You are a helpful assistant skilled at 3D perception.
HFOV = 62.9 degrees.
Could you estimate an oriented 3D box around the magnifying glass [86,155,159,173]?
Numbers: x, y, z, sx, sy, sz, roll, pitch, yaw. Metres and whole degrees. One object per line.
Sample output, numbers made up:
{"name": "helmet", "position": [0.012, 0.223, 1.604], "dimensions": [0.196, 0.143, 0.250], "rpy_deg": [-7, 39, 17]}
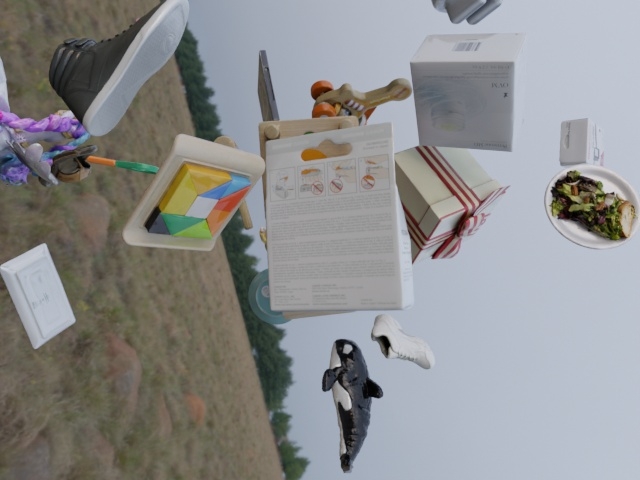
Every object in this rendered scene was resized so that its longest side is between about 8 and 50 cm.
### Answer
{"name": "magnifying glass", "position": [-0.656, -0.253, 1.743], "dimensions": [0.092, 0.231, 0.026], "rpy_deg": [176, -78, -82]}

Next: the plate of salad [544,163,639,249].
{"name": "plate of salad", "position": [0.577, -0.077, 1.100], "dimensions": [0.048, 0.200, 0.199], "rpy_deg": [77, -5, -69]}

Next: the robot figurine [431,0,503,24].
{"name": "robot figurine", "position": [0.365, -0.764, 1.403], "dimensions": [0.200, 0.300, 0.353], "rpy_deg": [-25, -98, 51]}

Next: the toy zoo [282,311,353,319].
{"name": "toy zoo", "position": [0.002, 0.061, 1.381], "dimensions": [0.030, 0.193, 0.293], "rpy_deg": [57, 31, -51]}

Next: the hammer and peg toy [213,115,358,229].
{"name": "hammer and peg toy", "position": [-0.076, -0.170, 1.322], "dimensions": [0.127, 0.362, 0.265], "rpy_deg": [-101, -174, -88]}

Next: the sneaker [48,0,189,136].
{"name": "sneaker", "position": [-0.369, -0.345, 0.933], "dimensions": [0.147, 0.295, 0.104], "rpy_deg": [39, 2, 7]}

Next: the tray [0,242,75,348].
{"name": "tray", "position": [-0.774, 0.157, 1.457], "dimensions": [0.145, 0.030, 0.270], "rpy_deg": [-43, 134, -50]}

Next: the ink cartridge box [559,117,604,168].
{"name": "ink cartridge box", "position": [0.644, -0.229, 1.284], "dimensions": [0.063, 0.151, 0.109], "rpy_deg": [2, -90, 41]}

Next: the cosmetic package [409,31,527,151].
{"name": "cosmetic package", "position": [0.341, -0.336, 1.198], "dimensions": [0.138, 0.224, 0.224], "rpy_deg": [-58, 145, -36]}

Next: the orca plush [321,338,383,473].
{"name": "orca plush", "position": [0.080, 0.341, 1.129], "dimensions": [0.151, 0.102, 0.287], "rpy_deg": [47, 35, -32]}

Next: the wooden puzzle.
{"name": "wooden puzzle", "position": [-0.235, -0.076, 1.008], "dimensions": [0.044, 0.221, 0.238], "rpy_deg": [48, -66, 31]}

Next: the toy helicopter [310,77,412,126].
{"name": "toy helicopter", "position": [0.148, -0.465, 1.814], "dimensions": [0.235, 0.355, 0.140], "rpy_deg": [48, 33, -54]}

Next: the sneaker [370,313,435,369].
{"name": "sneaker", "position": [0.246, 0.339, 1.622], "dimensions": [0.232, 0.115, 0.090], "rpy_deg": [36, -43, 3]}

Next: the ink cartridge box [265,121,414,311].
{"name": "ink cartridge box", "position": [0.033, -0.040, 1.138], "dimensions": [0.091, 0.308, 0.384], "rpy_deg": [5, 82, -65]}

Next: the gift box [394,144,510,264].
{"name": "gift box", "position": [0.329, -0.110, 1.399], "dimensions": [0.258, 0.277, 0.255], "rpy_deg": [59, -20, 23]}

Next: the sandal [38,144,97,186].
{"name": "sandal", "position": [-0.532, -0.148, 1.112], "dimensions": [0.219, 0.090, 0.060], "rpy_deg": [-21, -80, 40]}

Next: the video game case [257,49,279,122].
{"name": "video game case", "position": [-0.167, -0.430, 1.659], "dimensions": [0.196, 0.026, 0.274], "rpy_deg": [108, -28, -63]}

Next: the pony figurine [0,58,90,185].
{"name": "pony figurine", "position": [-0.666, -0.215, 1.061], "dimensions": [0.351, 0.364, 0.302], "rpy_deg": [-176, -116, -76]}

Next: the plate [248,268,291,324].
{"name": "plate", "position": [-0.147, 0.182, 1.696], "dimensions": [0.024, 0.188, 0.188], "rpy_deg": [-15, 90, -78]}

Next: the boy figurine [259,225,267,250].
{"name": "boy figurine", "position": [-0.170, -0.022, 2.199], "dimensions": [0.285, 0.177, 0.092], "rpy_deg": [116, -22, -60]}
